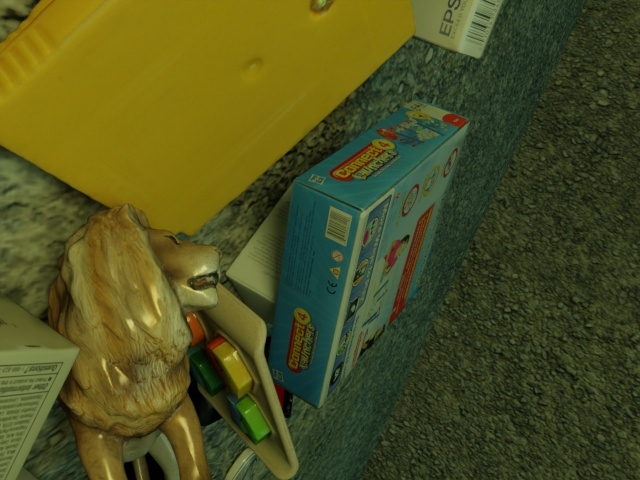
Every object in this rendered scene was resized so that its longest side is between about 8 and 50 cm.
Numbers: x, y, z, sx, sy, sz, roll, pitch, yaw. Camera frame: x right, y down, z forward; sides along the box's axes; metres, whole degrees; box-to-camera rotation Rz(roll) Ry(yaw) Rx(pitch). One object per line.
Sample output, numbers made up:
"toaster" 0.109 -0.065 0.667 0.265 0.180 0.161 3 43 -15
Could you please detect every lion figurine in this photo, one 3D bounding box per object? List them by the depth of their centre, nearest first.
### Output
"lion figurine" -0.179 0.155 0.592 0.142 0.240 0.392 -13 155 -33

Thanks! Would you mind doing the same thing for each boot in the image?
"boot" -0.144 0.486 1.188 0.190 0.086 0.069 -65 159 7

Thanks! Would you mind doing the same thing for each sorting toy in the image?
"sorting toy" -0.102 0.127 0.654 0.038 0.193 0.208 -29 130 -28

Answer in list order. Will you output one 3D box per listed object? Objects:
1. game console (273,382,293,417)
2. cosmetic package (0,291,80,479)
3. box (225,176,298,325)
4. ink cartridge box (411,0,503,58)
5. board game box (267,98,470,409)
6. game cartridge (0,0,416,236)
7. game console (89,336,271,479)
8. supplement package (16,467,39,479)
"game console" -0.088 0.255 1.143 0.124 0.085 0.144 -87 -176 -47
"cosmetic package" -0.300 0.178 0.395 0.310 0.113 0.160 -62 159 0
"box" -0.032 0.026 0.882 0.171 0.091 0.130 -56 159 -19
"ink cartridge box" 0.115 -0.327 0.662 0.045 0.224 0.224 0 117 -40
"board game box" 0.063 0.009 0.837 0.302 0.086 0.308 -40 149 -47
"game cartridge" -0.069 -0.151 0.513 0.323 0.053 0.285 -41 159 0
"game console" -0.161 0.225 0.888 0.361 0.043 0.213 -6 121 -64
"supplement package" -0.305 0.295 0.538 0.179 0.105 0.105 -60 159 -4
